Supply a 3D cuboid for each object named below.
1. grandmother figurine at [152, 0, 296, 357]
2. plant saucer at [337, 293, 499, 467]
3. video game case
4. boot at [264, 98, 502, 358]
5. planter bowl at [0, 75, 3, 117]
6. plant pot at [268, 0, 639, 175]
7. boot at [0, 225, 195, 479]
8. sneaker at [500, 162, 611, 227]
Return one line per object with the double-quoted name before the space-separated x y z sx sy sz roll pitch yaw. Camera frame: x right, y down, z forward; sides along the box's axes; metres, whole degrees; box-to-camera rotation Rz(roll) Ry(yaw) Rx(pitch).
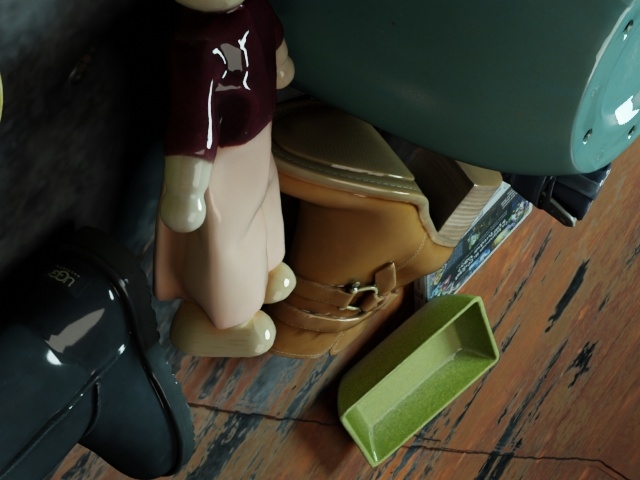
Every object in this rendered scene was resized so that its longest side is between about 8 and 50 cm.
"grandmother figurine" -0.066 -0.083 0.981 0.208 0.104 0.342 -83 174 -53
"plant saucer" 0.095 0.139 1.611 0.188 0.045 0.188 -41 153 -7
"video game case" 0.160 -0.026 1.587 0.190 0.022 0.173 -45 153 -24
"boot" 0.000 0.000 1.255 0.283 0.109 0.220 1 136 -53
"planter bowl" -0.223 -0.065 0.753 0.217 0.090 0.217 -43 153 -28
"plant pot" 0.140 -0.182 1.099 0.293 0.235 0.293 -43 152 -29
"boot" -0.193 0.135 1.043 0.207 0.094 0.246 -45 147 -30
"sneaker" 0.169 -0.087 1.360 0.086 0.163 0.226 -60 154 12
